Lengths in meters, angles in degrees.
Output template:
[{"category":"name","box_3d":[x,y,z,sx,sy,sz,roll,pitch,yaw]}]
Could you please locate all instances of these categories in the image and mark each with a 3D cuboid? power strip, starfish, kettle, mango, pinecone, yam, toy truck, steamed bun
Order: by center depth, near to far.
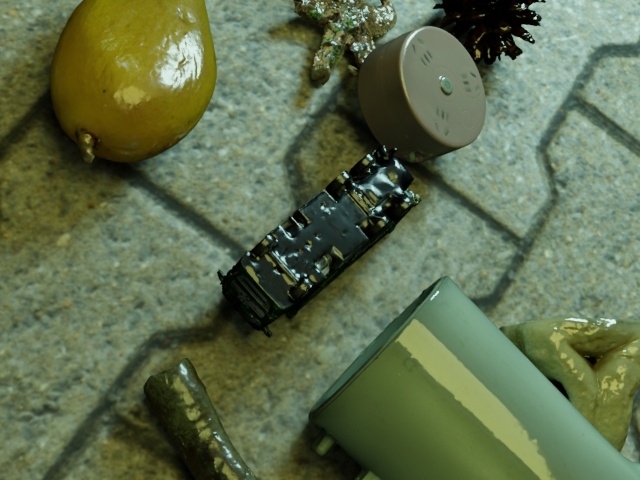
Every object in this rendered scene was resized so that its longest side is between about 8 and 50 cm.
[{"category":"yam","box_3d":[-0.094,0.237,1.512,0.061,0.061,0.253,-22,76,-33]},{"category":"kettle","box_3d":[0.152,0.232,1.546,0.318,0.205,0.265,44,52,-1]},{"category":"toy truck","box_3d":[0.000,0.000,1.646,0.088,0.121,0.259,48,55,4]},{"category":"mango","box_3d":[-0.198,-0.200,1.666,0.176,0.119,0.317,18,52,-6]},{"category":"steamed bun","box_3d":[0.282,0.170,1.690,0.172,0.141,0.155,5,75,-20]},{"category":"power strip","box_3d":[0.121,-0.169,1.793,0.154,0.078,0.154,18,63,-41]},{"category":"starfish","box_3d":[0.027,-0.268,1.860,0.150,0.053,0.209,12,54,-33]},{"category":"pinecone","box_3d":[0.211,-0.280,1.895,0.140,0.140,0.120,-15,99,-30]}]
